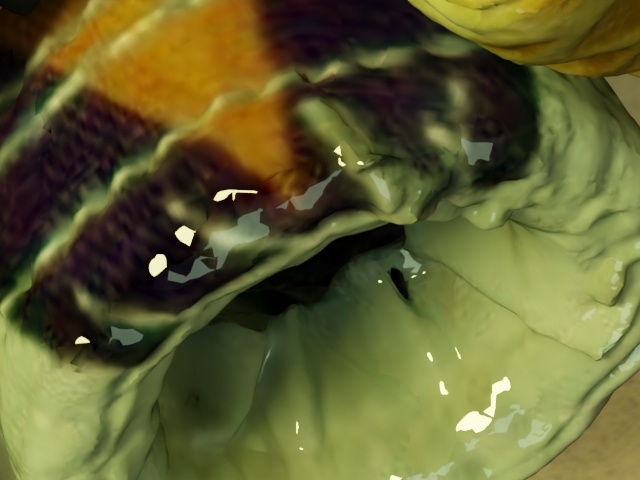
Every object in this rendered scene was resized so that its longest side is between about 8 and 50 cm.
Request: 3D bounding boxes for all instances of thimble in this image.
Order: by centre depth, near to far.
[{"bbox_3d":[0.000,0.000,0.566,0.237,0.150,0.237,-16,140,-14],"label":"thimble"}]

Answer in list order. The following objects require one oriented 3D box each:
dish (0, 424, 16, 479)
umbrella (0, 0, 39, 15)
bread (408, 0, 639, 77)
[{"bbox_3d":[-0.131,0.085,0.670,0.091,0.039,0.137,-17,130,-7],"label":"dish"},{"bbox_3d":[-0.127,-0.187,0.399,0.154,0.128,0.337,-3,125,-15],"label":"umbrella"},{"bbox_3d":[0.110,-0.090,0.485,0.077,0.084,0.367,-28,170,28],"label":"bread"}]
